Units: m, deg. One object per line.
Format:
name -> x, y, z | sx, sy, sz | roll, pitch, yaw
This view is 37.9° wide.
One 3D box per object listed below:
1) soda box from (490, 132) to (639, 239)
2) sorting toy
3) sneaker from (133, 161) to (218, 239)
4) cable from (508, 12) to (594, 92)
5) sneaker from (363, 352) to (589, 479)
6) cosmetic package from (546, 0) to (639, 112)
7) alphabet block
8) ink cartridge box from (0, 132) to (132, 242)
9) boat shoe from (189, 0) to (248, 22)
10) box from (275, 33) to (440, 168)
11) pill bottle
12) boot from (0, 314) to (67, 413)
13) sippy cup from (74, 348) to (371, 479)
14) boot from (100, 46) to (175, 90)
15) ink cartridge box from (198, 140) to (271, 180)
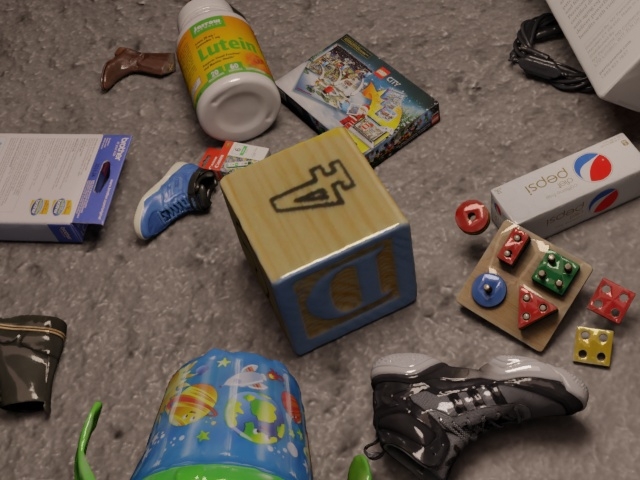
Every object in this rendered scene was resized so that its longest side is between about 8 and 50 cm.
soda box -> 0.353, -0.069, 1.323 | 0.216, 0.069, 0.074 | -24, 54, -6
sorting toy -> 0.273, 0.060, 1.220 | 0.275, 0.046, 0.132 | 32, 89, 20
sneaker -> -0.216, -0.058, 1.424 | 0.085, 0.058, 0.152 | 12, 51, 29
cable -> 0.405, -0.306, 1.507 | 0.185, 0.047, 0.150 | 20, 54, 22
sneaker -> 0.183, 0.224, 1.126 | 0.269, 0.101, 0.153 | 1, 55, 18
cosmetic package -> 0.468, -0.393, 1.420 | 0.230, 0.161, 0.453 | 13, 46, -30
alphabet block -> 0.000, 0.000, 1.263 | 0.193, 0.192, 0.197 | -24, 53, -9
ink cartridge box -> -0.459, -0.087, 1.488 | 0.311, 0.065, 0.185 | 0, 54, 13
boat shoe -> -0.189, -0.418, 1.693 | 0.133, 0.042, 0.049 | 31, 63, 26
box -> 0.057, -0.225, 1.505 | 0.159, 0.044, 0.233 | -36, 56, -15
pill bottle -> -0.162, -0.291, 1.535 | 0.136, 0.136, 0.245 | -19, 53, -4
boot -> -0.460, 0.177, 1.293 | 0.198, 0.077, 0.137 | -6, 59, 8
sippy cup -> -0.108, 0.258, 1.086 | 0.240, 0.305, 0.224 | -28, 37, 24
boot -> -0.317, -0.297, 1.634 | 0.114, 0.037, 0.106 | 12, 60, 13
ink cartridge box -> -0.142, -0.125, 1.477 | 0.115, 0.029, 0.062 | 13, 58, 18
